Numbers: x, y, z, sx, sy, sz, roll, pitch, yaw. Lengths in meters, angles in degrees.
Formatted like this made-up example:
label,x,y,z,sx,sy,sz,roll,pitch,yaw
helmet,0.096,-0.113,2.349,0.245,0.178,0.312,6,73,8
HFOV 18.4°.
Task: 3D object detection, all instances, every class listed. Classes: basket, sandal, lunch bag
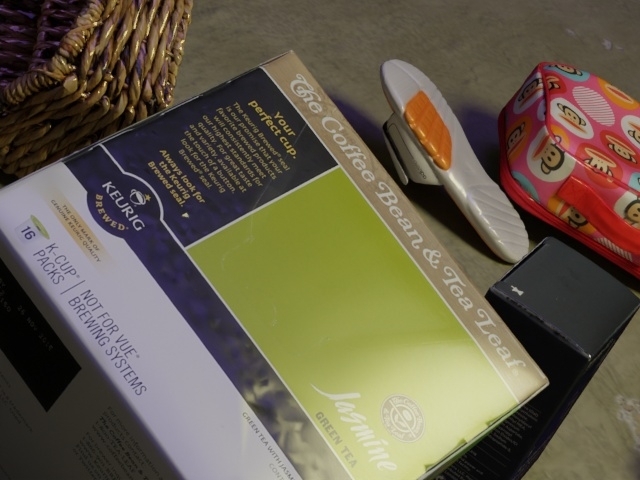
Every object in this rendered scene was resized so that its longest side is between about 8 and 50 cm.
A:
label,x,y,z,sx,sy,sz,roll,pitch,yaw
basket,-0.248,-0.217,1.846,0.223,0.213,0.299,19,50,-17
sandal,0.125,-0.074,2.156,0.265,0.076,0.102,58,30,6
lunch bag,0.342,-0.059,2.237,0.293,0.120,0.258,31,28,-14

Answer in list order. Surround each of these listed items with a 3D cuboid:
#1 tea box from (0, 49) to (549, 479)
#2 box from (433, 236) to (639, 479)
label,x,y,z,sx,sy,sz,roll,pitch,yaw
tea box,-0.073,0.089,1.459,0.323,0.220,0.329,-29,78,-39
box,0.174,0.122,1.759,0.108,0.207,0.153,36,31,12
